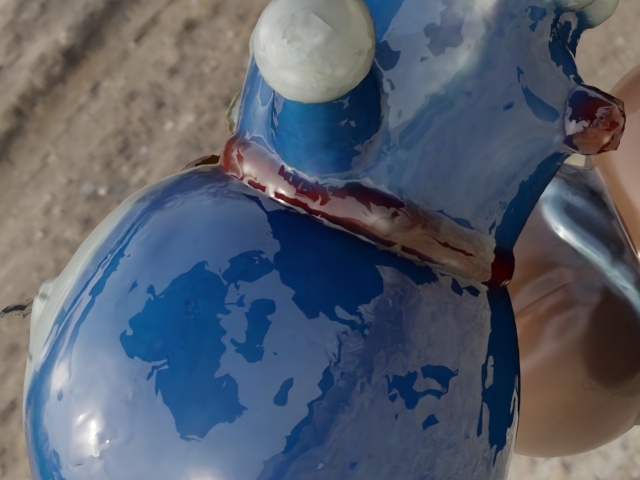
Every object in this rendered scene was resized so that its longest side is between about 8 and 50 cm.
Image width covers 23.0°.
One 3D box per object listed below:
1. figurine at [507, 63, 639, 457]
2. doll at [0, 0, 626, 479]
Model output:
[{"bbox_3d":[0.200,-0.085,0.665,0.276,0.248,0.388,17,108,52],"label":"figurine"},{"bbox_3d":[0.000,0.000,0.493,0.161,0.215,0.257,25,91,23],"label":"doll"}]
